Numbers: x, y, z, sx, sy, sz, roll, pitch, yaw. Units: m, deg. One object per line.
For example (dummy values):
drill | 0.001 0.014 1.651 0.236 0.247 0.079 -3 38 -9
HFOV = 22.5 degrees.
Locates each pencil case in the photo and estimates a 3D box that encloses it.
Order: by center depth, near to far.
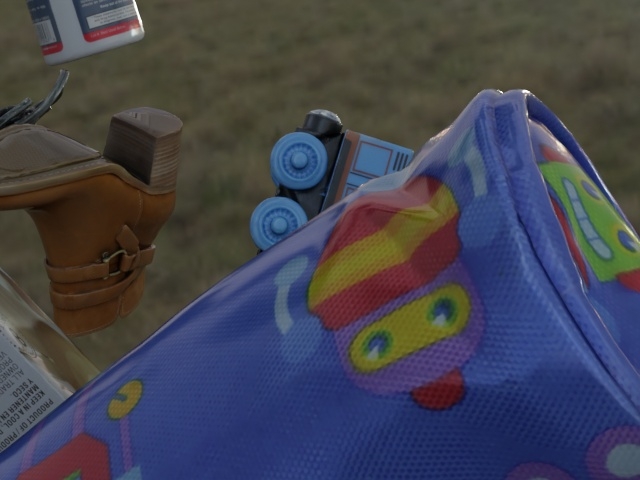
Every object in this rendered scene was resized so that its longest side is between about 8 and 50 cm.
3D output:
pencil case | -0.026 0.088 0.420 0.306 0.119 0.133 -36 -35 21

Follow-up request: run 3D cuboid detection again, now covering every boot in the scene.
boot | -0.172 -0.002 1.098 0.073 0.152 0.197 31 30 32

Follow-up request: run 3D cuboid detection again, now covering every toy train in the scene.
toy train | 0.000 0.000 1.170 0.105 0.184 0.080 17 -3 0

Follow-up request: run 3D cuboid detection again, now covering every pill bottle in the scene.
pill bottle | -0.256 -0.278 1.648 0.108 0.180 0.108 -16 10 3

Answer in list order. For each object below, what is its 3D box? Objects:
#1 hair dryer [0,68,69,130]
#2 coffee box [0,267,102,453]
hair dryer | -0.331 -0.024 1.355 0.223 0.080 0.293 -23 -11 -47
coffee box | -0.107 0.121 0.690 0.098 0.246 0.141 -42 13 -2
